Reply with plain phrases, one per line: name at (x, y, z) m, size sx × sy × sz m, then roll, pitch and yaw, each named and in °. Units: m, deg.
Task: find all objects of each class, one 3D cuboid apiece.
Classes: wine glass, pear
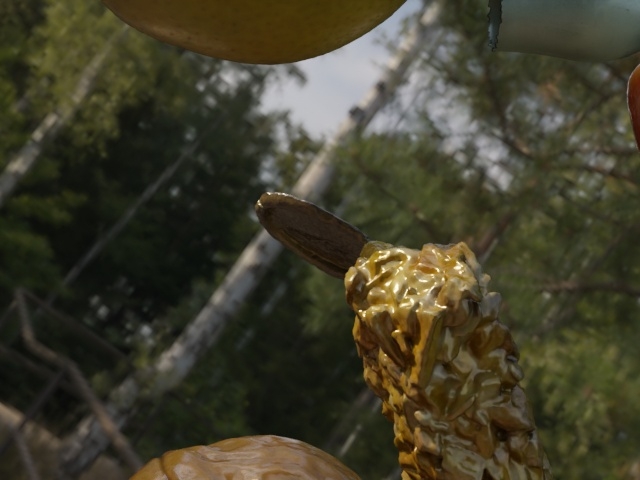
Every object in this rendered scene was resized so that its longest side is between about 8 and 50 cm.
wine glass at (0.247, -0.199, 1.070) m, size 0.202 × 0.093 × 0.093 m, roll 2°, pitch -20°, yaw 2°
pear at (-0.047, -0.302, 1.154) m, size 0.340 × 0.386 × 0.191 m, roll 58°, pitch -22°, yaw 26°

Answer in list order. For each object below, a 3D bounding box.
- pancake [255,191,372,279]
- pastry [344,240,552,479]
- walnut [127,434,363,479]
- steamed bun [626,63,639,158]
pancake at (0.001, -0.001, 1.542) m, size 0.199 × 0.021 × 0.199 m, roll 27°, pitch -19°, yaw 10°
pastry at (0.095, 0.121, 0.894) m, size 0.154 × 0.102 × 0.250 m, roll 33°, pitch -37°, yaw 65°
walnut at (-0.069, 0.355, 1.022) m, size 0.308 × 0.354 × 0.398 m, roll 99°, pitch -25°, yaw -56°
steamed bun at (0.488, -0.117, 1.345) m, size 0.248 × 0.379 × 0.235 m, roll -23°, pitch -100°, yaw 49°
